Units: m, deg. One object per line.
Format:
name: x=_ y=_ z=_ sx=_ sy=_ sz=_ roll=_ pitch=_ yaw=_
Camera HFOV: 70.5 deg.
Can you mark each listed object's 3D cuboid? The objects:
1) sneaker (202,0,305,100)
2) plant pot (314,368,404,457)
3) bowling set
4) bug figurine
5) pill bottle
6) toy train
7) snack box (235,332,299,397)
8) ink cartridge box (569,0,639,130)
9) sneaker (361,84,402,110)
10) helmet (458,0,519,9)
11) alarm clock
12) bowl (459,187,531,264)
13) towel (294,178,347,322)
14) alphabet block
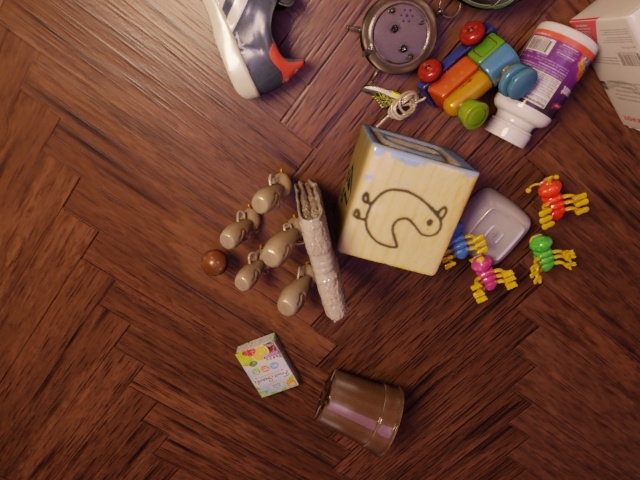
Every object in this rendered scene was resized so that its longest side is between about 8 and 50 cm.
sneaker: x=-0.130 y=-0.415 z=0.724 sx=0.148 sy=0.131 sz=0.350 roll=-22 pitch=118 yaw=2
plant pot: x=0.084 y=0.391 z=1.058 sx=0.165 sy=0.167 sz=0.167 roll=23 pitch=112 yaw=-2
bowling set: x=-0.130 y=0.002 z=0.910 sx=0.200 sy=0.154 sz=0.287 roll=1 pitch=116 yaw=20
bug figurine: x=0.363 y=0.001 z=0.872 sx=0.279 sy=0.072 sz=0.216 roll=-22 pitch=118 yaw=5
pill bottle: x=0.376 y=-0.265 z=0.793 sx=0.108 sy=0.108 sz=0.193 roll=24 pitch=112 yaw=-10
toy train: x=0.225 y=-0.236 z=0.771 sx=0.248 sy=0.143 sz=0.105 roll=-40 pitch=141 yaw=15
snack box: x=-0.124 y=0.297 z=1.075 sx=0.100 sy=0.037 sz=0.141 roll=-21 pitch=112 yaw=10
ink cartridge box: x=0.546 y=-0.296 z=0.745 sx=0.100 sy=0.172 sz=0.237 roll=-37 pitch=109 yaw=14
sneaker: x=0.114 y=-0.262 z=0.834 sx=0.083 sy=0.031 sz=0.035 roll=15 pitch=113 yaw=-7
helmet: x=0.267 y=-0.434 z=0.683 sx=0.162 sy=0.169 sz=0.169 roll=18 pitch=113 yaw=3
alarm clock: x=0.152 y=-0.364 z=0.777 sx=0.192 sy=0.064 sz=0.129 roll=-27 pitch=111 yaw=8
bowl: x=0.349 y=-0.020 z=0.931 sx=0.142 sy=0.053 sz=0.142 roll=32 pitch=111 yaw=-12
towel: x=0.000 y=0.000 z=0.812 sx=0.049 sy=0.282 sz=0.187 roll=-16 pitch=112 yaw=1
alphabet block: x=0.140 y=-0.080 z=0.828 sx=0.192 sy=0.193 sz=0.197 roll=14 pitch=113 yaw=-5
